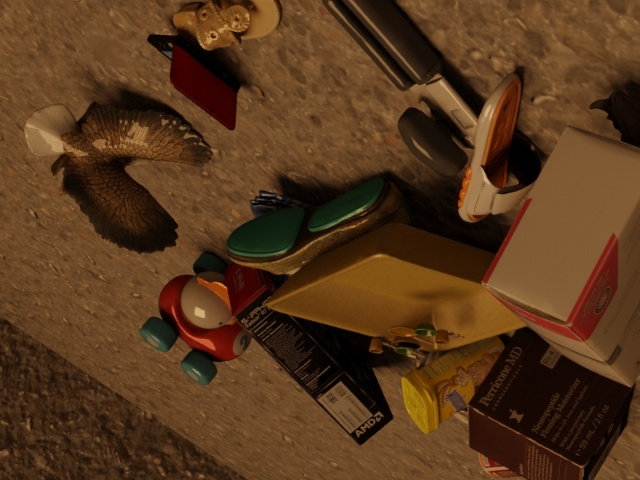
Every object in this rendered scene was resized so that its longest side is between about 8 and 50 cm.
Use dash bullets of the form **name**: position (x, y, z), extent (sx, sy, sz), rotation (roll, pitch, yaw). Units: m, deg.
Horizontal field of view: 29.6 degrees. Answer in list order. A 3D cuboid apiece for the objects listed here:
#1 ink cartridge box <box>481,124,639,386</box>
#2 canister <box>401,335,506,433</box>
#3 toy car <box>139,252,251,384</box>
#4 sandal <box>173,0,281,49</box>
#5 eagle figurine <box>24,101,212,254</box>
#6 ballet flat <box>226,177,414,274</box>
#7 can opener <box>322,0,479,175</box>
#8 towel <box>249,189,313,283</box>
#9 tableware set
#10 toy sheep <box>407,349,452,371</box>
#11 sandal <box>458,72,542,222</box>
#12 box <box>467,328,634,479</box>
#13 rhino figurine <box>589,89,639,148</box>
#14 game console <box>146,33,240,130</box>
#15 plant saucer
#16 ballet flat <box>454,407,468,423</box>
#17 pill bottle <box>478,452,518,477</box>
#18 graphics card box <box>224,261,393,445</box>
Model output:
- **ink cartridge box**: position (0.318, 0.027, 1.371), extent (0.117, 0.207, 0.283), rotation (25, 174, 33)
- **canister**: position (0.225, 0.230, 1.998), extent (0.073, 0.170, 0.126), rotation (50, 162, 35)
- **toy car**: position (-0.209, 0.139, 2.398), extent (0.210, 0.219, 0.238), rotation (41, 157, -6)
- **sandal**: position (-0.148, -0.296, 1.709), extent (0.240, 0.079, 0.088), rotation (2, 138, 53)
- **eagle figurine**: position (-0.361, -0.142, 2.169), extent (0.298, 0.225, 0.226), rotation (33, 148, 39)
- **ballet flat**: position (0.000, 0.000, 1.900), extent (0.349, 0.123, 0.123), rotation (-18, 123, 38)
- **can opener**: position (0.101, -0.202, 1.506), extent (0.283, 0.095, 0.076), rotation (46, 155, -17)
- **towel**: position (0.041, 0.047, 2.040), extent (0.336, 0.040, 0.243), rotation (20, 147, 22)
- **tableware set**: position (0.141, 0.159, 1.896), extent (0.104, 0.024, 0.154), rotation (23, 154, -38)
- **toy sheep**: position (0.210, 0.214, 2.108), extent (0.132, 0.091, 0.091), rotation (20, 151, 25)
- **sandal**: position (0.233, -0.095, 1.506), extent (0.076, 0.102, 0.265), rotation (32, 154, 20)
- **box**: position (0.361, 0.279, 1.911), extent (0.203, 0.168, 0.167), rotation (27, 155, 23)
- **rhino figurine**: position (0.395, -0.100, 1.303), extent (0.243, 0.073, 0.106), rotation (26, 155, 30)
- **game console**: position (-0.197, -0.239, 1.831), extent (0.124, 0.085, 0.144), rotation (12, 162, 46)
- **plant saucer**: position (0.137, 0.067, 1.799), extent (0.333, 0.081, 0.333), rotation (16, 157, -27)
- **ballet flat**: position (0.299, 0.303, 2.156), extent (0.241, 0.077, 0.091), rotation (13, 145, 43)
- **pill bottle**: position (0.360, 0.388, 2.211), extent (0.086, 0.086, 0.152), rotation (42, 156, -8)
- **graphics card box**: position (-0.026, 0.195, 2.284), extent (0.371, 0.094, 0.233), rotation (46, -174, -20)
